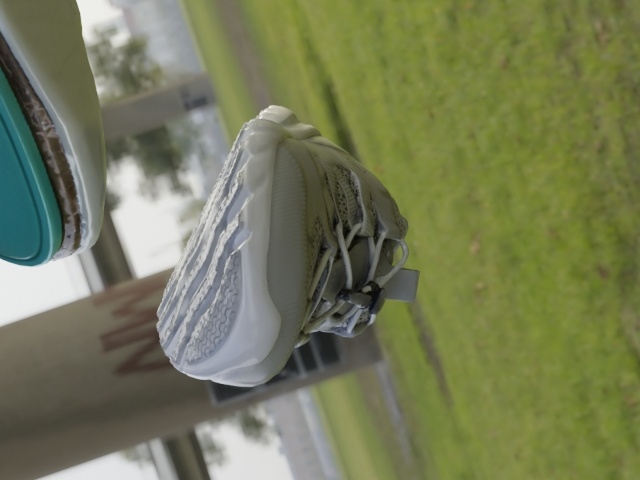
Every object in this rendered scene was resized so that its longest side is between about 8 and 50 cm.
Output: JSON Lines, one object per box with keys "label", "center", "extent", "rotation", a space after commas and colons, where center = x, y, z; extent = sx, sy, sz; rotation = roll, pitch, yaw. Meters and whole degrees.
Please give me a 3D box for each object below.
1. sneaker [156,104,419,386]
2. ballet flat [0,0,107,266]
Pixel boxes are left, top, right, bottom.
{"label": "sneaker", "center": [0.000, 0.000, 0.745], "extent": [0.281, 0.115, 0.105], "rotation": [-71, 7, -71]}
{"label": "ballet flat", "center": [-0.189, -0.161, 0.582], "extent": [0.400, 0.139, 0.139], "rotation": [52, -172, -31]}
